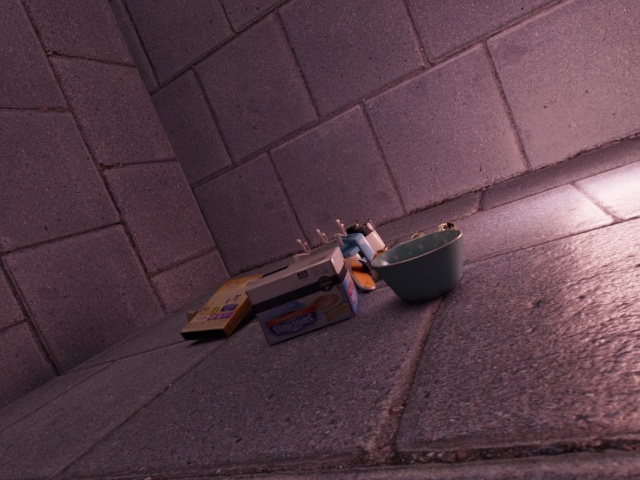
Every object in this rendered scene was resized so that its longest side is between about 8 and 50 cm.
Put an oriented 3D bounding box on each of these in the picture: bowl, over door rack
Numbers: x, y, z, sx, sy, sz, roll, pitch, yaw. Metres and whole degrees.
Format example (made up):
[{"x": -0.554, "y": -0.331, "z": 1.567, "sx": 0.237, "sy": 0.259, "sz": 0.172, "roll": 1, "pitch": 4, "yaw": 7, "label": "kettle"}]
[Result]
[{"x": 0.341, "y": 0.094, "z": 1.386, "sx": 0.312, "sy": 0.163, "sz": 0.311, "roll": -22, "pitch": 5, "yaw": 2, "label": "bowl"}, {"x": 0.000, "y": 0.000, "z": 2.015, "sx": 0.240, "sy": 0.108, "sz": 0.324, "roll": -27, "pitch": 5, "yaw": 11, "label": "over door rack"}]

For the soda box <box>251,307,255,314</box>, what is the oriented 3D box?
[{"x": -0.259, "y": 0.309, "z": 2.180, "sx": 0.216, "sy": 0.069, "sz": 0.074, "roll": -25, "pitch": 6, "yaw": -36, "label": "soda box"}]

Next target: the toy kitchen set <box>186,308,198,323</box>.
[{"x": -0.596, "y": 0.429, "z": 2.305, "sx": 0.207, "sy": 0.122, "sz": 0.166, "roll": 4, "pitch": 18, "yaw": 29, "label": "toy kitchen set"}]

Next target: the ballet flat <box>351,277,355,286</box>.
[{"x": 0.101, "y": 0.209, "z": 1.771, "sx": 0.077, "sy": 0.077, "sz": 0.231, "roll": 12, "pitch": 29, "yaw": 42, "label": "ballet flat"}]

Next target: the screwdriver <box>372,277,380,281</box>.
[{"x": 0.245, "y": 0.171, "z": 1.817, "sx": 0.170, "sy": 0.025, "sz": 0.024, "roll": -14, "pitch": 4, "yaw": -3, "label": "screwdriver"}]

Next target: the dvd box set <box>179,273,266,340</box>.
[{"x": -0.474, "y": 0.334, "z": 2.123, "sx": 0.308, "sy": 0.062, "sz": 0.420, "roll": -13, "pitch": 26, "yaw": 31, "label": "dvd box set"}]

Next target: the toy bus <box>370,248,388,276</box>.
[{"x": 0.285, "y": 0.091, "z": 1.883, "sx": 0.191, "sy": 0.104, "sz": 0.202, "roll": -22, "pitch": 4, "yaw": -33, "label": "toy bus"}]

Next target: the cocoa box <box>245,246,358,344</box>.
[{"x": -0.058, "y": 0.202, "z": 1.572, "sx": 0.348, "sy": 0.227, "sz": 0.231, "roll": -21, "pitch": 6, "yaw": 11, "label": "cocoa box"}]

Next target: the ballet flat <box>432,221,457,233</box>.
[{"x": 0.542, "y": -0.009, "z": 1.843, "sx": 0.123, "sy": 0.123, "sz": 0.349, "roll": -20, "pitch": 6, "yaw": 28, "label": "ballet flat"}]

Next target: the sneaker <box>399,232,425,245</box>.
[{"x": 0.496, "y": 0.011, "z": 2.146, "sx": 0.192, "sy": 0.064, "sz": 0.086, "roll": -26, "pitch": 14, "yaw": -35, "label": "sneaker"}]

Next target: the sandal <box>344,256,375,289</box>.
[{"x": 0.173, "y": 0.122, "z": 1.786, "sx": 0.102, "sy": 0.076, "sz": 0.265, "roll": 4, "pitch": 21, "yaw": -21, "label": "sandal"}]

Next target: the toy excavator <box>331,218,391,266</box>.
[{"x": 0.144, "y": 0.103, "z": 2.106, "sx": 0.445, "sy": 0.222, "sz": 0.433, "roll": -38, "pitch": 11, "yaw": -15, "label": "toy excavator"}]
